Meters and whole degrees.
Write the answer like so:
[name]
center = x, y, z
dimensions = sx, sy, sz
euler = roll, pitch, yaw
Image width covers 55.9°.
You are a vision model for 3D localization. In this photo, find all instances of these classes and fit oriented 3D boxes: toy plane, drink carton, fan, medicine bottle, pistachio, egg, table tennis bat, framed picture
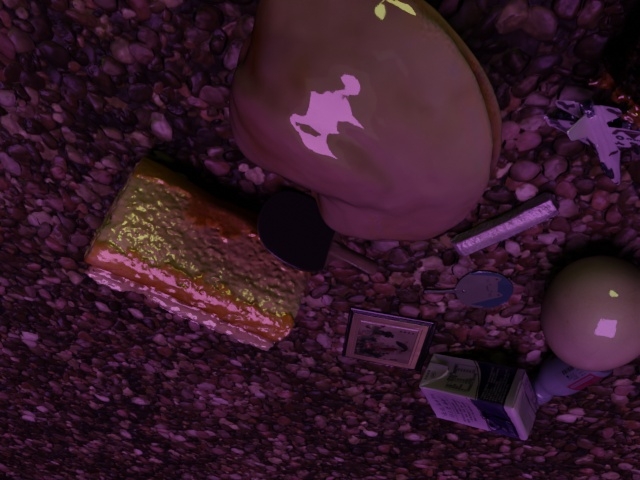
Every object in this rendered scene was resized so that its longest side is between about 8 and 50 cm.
[toy plane]
center = 0.416, -0.151, 0.883
dimensions = 0.160, 0.082, 0.234
euler = 22, -178, 43
[drink carton]
center = 0.347, 0.342, 1.331
dimensions = 0.222, 0.101, 0.134
euler = 3, 140, 38
[fan]
center = 0.297, 0.101, 1.215
dimensions = 0.176, 0.005, 0.113
euler = -3, 134, 14
[medicine bottle]
center = 0.519, 0.282, 1.283
dimensions = 0.091, 0.090, 0.216
euler = 21, 142, -8
[pistachio]
center = 0.053, -0.163, 0.815
dimensions = 0.365, 0.281, 0.445
euler = 4, 145, 30
[egg]
center = 0.491, 0.136, 1.077
dimensions = 0.189, 0.188, 0.253
euler = 6, 140, 7
[table tennis bat]
center = 0.000, 0.000, 1.097
dimensions = 0.247, 0.138, 0.022
euler = 27, 157, -18
[framed picture]
center = 0.151, 0.230, 1.372
dimensions = 0.195, 0.010, 0.199
euler = 10, 135, 3

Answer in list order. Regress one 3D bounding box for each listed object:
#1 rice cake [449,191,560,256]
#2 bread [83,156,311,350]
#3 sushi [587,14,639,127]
[rice cake]
center = 0.322, -0.024, 1.067
dimensions = 0.207, 0.036, 0.047
euler = -31, 109, 35
[bread]
center = -0.208, 0.022, 1.095
dimensions = 0.376, 0.236, 0.165
euler = 25, 147, -16
[sushi]
center = 0.533, -0.198, 0.703
dimensions = 0.349, 0.234, 0.207
euler = 38, 147, 22
